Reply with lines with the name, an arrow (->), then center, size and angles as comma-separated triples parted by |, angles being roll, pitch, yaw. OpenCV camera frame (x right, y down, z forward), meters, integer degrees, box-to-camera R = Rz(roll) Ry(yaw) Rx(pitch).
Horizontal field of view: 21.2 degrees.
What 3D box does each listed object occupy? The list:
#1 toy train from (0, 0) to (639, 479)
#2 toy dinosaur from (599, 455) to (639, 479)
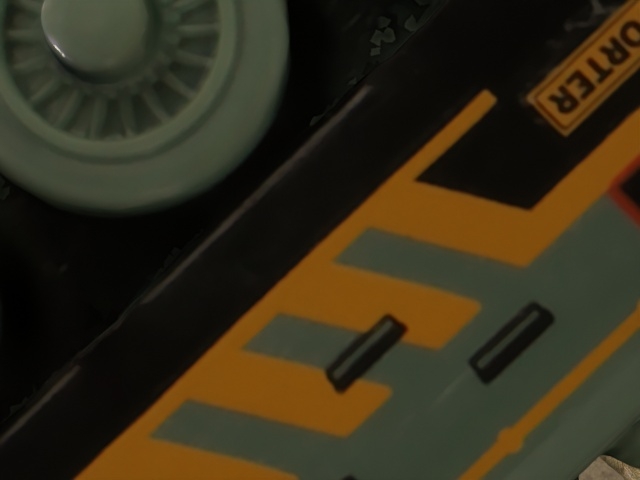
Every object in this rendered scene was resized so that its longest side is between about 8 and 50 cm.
toy train -> 0.000, 0.000, 0.404 | 0.190, 0.334, 0.142 | 46, 180, 7
toy dinosaur -> 0.230, 0.116, 1.254 | 0.313, 0.121, 0.160 | 60, 159, 8
